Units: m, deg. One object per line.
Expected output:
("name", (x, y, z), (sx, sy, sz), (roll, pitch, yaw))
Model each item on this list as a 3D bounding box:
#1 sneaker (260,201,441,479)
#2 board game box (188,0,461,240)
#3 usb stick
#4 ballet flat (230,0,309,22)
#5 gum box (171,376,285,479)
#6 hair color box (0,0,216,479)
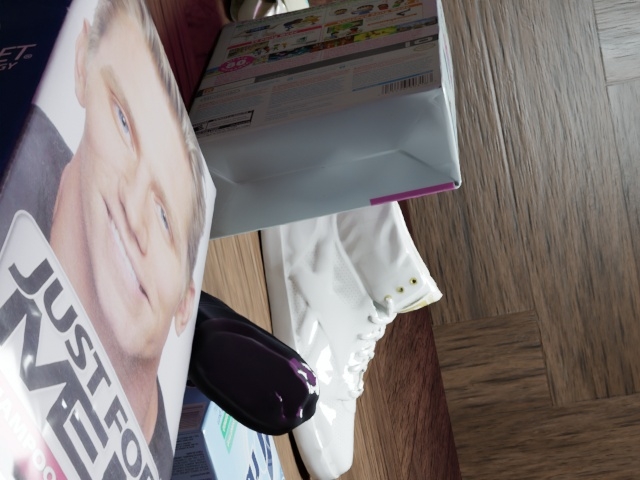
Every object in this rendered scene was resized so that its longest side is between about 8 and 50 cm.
("sneaker", (0.043, 0.093, 1.201), (0.108, 0.169, 0.292), (3, 78, -82))
("board game box", (0.008, -0.129, 1.062), (0.303, 0.224, 0.097), (-82, 158, -60))
("usb stick", (-0.060, 0.061, 0.697), (0.045, 0.077, 0.278), (-58, -169, -4))
("ballet flat", (-0.073, -0.269, 1.219), (0.248, 0.086, 0.086), (64, 19, -54))
("gum box", (-0.066, 0.173, 0.861), (0.157, 0.041, 0.184), (-80, 158, -65))
("hair color box", (-0.128, 0.022, 0.476), (0.347, 0.105, 0.174), (-89, 166, -51))
